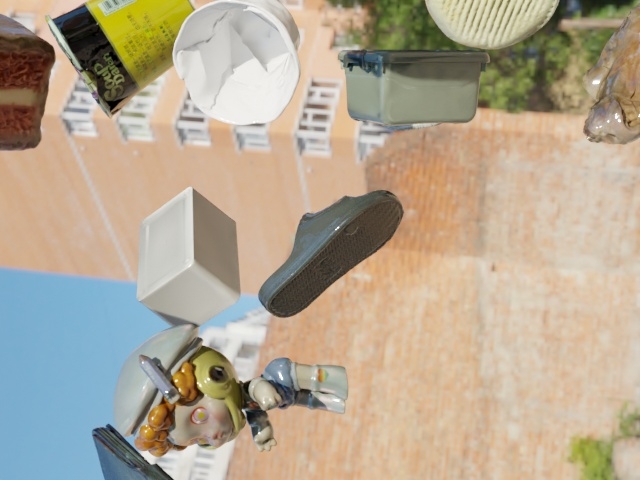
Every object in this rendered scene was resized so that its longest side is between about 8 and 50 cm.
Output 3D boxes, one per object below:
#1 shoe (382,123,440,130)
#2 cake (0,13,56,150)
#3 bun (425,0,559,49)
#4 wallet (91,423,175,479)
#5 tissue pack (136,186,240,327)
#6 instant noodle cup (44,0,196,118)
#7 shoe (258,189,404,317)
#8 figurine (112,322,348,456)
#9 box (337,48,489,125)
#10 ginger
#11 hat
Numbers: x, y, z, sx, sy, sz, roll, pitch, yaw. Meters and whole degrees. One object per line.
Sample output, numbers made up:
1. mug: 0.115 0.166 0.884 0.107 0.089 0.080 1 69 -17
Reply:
1. shoe: 0.153 -0.220 1.682 0.064 0.143 0.071 -41 -62 -50
2. cake: -0.667 -0.295 1.876 0.309 0.230 0.237 -10 -58 -52
3. bun: 0.330 -0.515 2.003 0.146 0.287 0.287 -85 -6 -55
4. wallet: -0.171 0.355 1.276 0.045 0.318 0.172 -34 -40 -29
5. tissue pack: -0.267 0.038 2.089 0.136 0.159 0.246 42 -155 -34
6. instant noodle cup: -0.334 -0.360 1.825 0.215 0.236 0.215 57 176 7
7. shoe: 0.000 0.000 1.453 0.093 0.241 0.108 51 -174 37
8. figurine: -0.151 0.252 1.726 0.224 0.382 0.205 120 151 -45
9. box: 0.115 -0.193 1.299 0.124 0.172 0.092 23 115 62
10. ginger: 0.351 -0.204 1.061 0.290 0.122 0.084 -54 -32 -15
11. hat: -0.100 -0.277 1.495 0.126 0.203 0.203 -60 -26 -49
